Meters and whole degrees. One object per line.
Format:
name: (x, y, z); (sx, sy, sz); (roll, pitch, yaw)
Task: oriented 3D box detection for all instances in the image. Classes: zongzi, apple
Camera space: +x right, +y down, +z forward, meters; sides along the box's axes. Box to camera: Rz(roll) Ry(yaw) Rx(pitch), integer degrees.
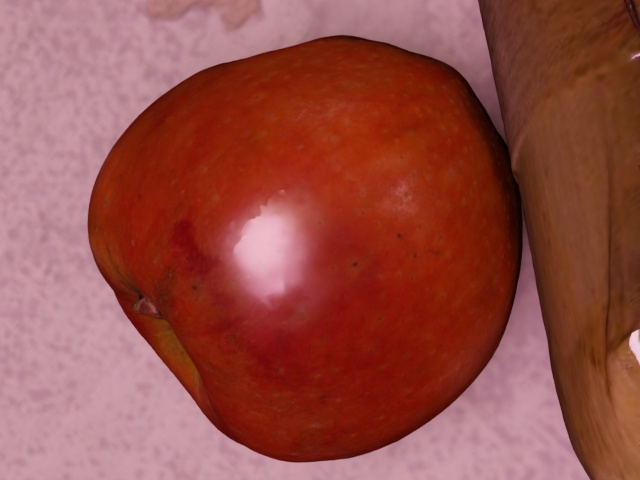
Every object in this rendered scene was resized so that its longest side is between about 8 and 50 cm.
zongzi: (0.321, -0.055, 0.594); (0.466, 0.218, 0.500); (-11, 71, 11)
apple: (0.000, 0.000, 0.697); (0.229, 0.230, 0.230); (0, 90, 9)
